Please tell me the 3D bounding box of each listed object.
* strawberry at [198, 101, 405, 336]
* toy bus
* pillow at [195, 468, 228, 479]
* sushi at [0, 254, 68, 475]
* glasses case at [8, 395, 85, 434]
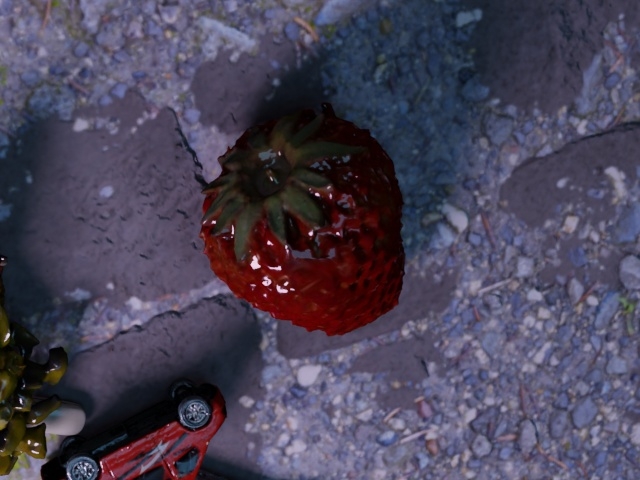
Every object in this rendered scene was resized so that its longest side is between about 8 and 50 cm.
[{"bbox_3d":[0.000,0.000,1.908,0.205,0.205,0.244,-40,138,-1],"label":"strawberry"},{"bbox_3d":[-0.175,0.214,1.955,0.195,0.081,0.089,-28,105,-7],"label":"toy bus"},{"bbox_3d":[-0.099,0.299,2.041,0.185,0.043,0.118,19,103,-24],"label":"pillow"},{"bbox_3d":[-0.341,0.135,1.841,0.179,0.167,0.296,14,100,6],"label":"sushi"},{"bbox_3d":[-0.272,0.171,1.947,0.083,0.021,0.032,11,104,-20],"label":"glasses case"}]
